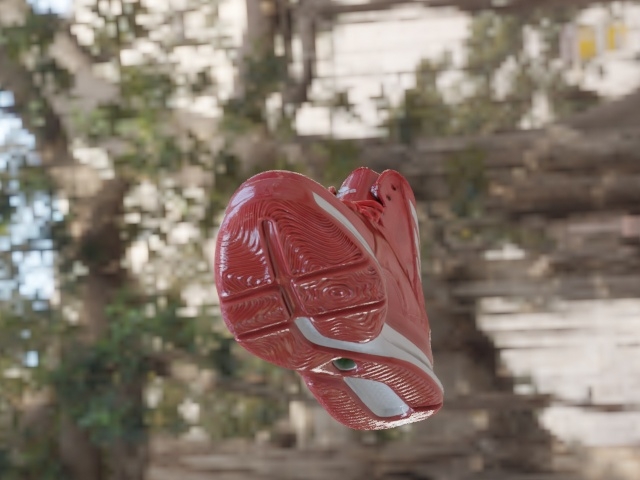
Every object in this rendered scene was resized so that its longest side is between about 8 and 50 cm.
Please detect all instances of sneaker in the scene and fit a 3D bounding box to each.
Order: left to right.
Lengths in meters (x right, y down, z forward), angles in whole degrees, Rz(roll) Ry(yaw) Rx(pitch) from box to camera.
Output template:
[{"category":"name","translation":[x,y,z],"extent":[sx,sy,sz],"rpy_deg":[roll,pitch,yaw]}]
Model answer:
[{"category":"sneaker","translation":[0.000,0.000,0.992],"extent":[0.221,0.087,0.128],"rpy_deg":[63,-162,-54]}]
